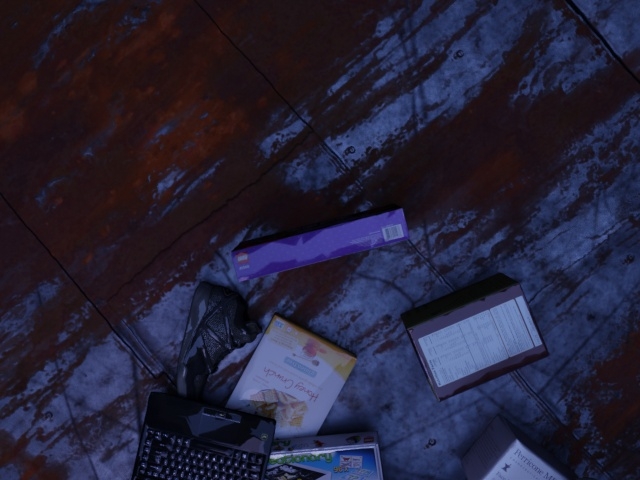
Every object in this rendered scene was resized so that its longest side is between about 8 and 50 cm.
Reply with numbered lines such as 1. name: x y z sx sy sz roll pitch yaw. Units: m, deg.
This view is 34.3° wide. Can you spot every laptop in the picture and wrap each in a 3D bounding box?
1. laptop: -0.222 0.411 1.747 0.234 0.136 0.264 12 87 8

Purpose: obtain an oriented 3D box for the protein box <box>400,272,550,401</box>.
1. protein box: 0.260 0.162 1.791 0.201 0.200 0.136 -23 92 2

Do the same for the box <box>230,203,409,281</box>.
1. box: 0.000 0.000 1.787 0.293 0.201 0.057 -14 94 1

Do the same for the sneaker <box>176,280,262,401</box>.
1. sneaker: -0.182 0.197 1.857 0.130 0.087 0.228 14 88 6

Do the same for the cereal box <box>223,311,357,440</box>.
1. cereal box: -0.064 0.274 1.877 0.173 0.047 0.240 27 93 -3

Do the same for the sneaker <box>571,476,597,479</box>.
1. sneaker: 0.363 0.453 1.665 0.222 0.118 0.083 -26 94 4

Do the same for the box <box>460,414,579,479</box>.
1. box: 0.358 0.420 1.813 0.181 0.182 0.119 38 93 -2

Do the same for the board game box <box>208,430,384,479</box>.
1. board game box: -0.036 0.447 1.850 0.305 0.053 0.193 -6 108 7
